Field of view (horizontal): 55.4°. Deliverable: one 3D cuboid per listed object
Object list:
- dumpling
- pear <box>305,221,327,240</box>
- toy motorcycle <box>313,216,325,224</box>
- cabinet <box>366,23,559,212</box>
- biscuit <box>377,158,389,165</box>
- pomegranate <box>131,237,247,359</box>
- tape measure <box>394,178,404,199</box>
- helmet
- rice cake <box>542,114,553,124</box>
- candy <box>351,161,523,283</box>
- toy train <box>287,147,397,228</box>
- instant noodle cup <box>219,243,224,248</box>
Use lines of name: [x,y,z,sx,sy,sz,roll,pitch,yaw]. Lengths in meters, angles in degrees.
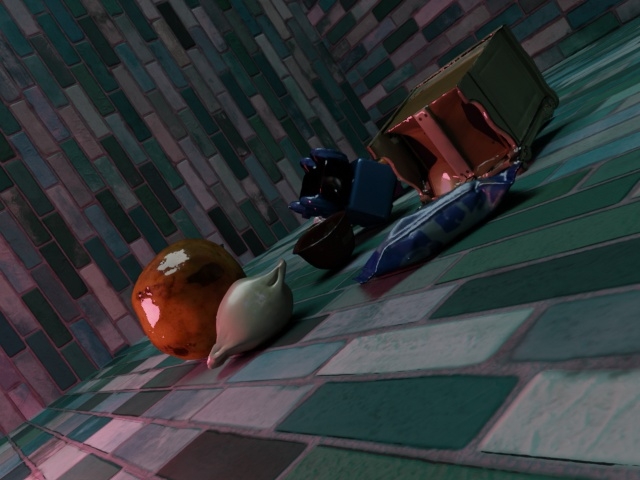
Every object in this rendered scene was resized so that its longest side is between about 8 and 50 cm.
dumpling: [-0.135,0.158,1.204,0.252,0.131,0.179,-58,-5,-22]
pear: [0.000,0.000,1.756,0.107,0.107,0.131,-30,16,32]
toy motorcycle: [0.052,-0.060,2.036,0.221,0.102,0.150,-36,-6,-24]
cabinet: [0.316,-0.254,1.344,0.290,0.227,0.318,-27,18,45]
biscuit: [0.234,-0.273,2.084,0.309,0.040,0.204,-48,-5,32]
pomegranate: [-0.290,0.134,1.397,0.281,0.281,0.281,-33,5,4]
tape measure: [0.209,-0.152,2.053,0.118,0.074,0.125,-36,10,-16]
helmet: [0.021,0.017,1.465,0.155,0.106,0.175,-29,11,31]
rice cake: [0.507,-0.273,1.543,0.124,0.038,0.211,-29,7,43]
candy: [0.190,-0.025,1.039,0.331,0.077,0.187,-33,-2,1]
toy train: [0.066,-0.137,1.695,0.300,0.265,0.188,171,112,-75]
instant noodle cup: [-0.297,0.149,1.636,0.217,0.207,0.217,-32,5,3]
